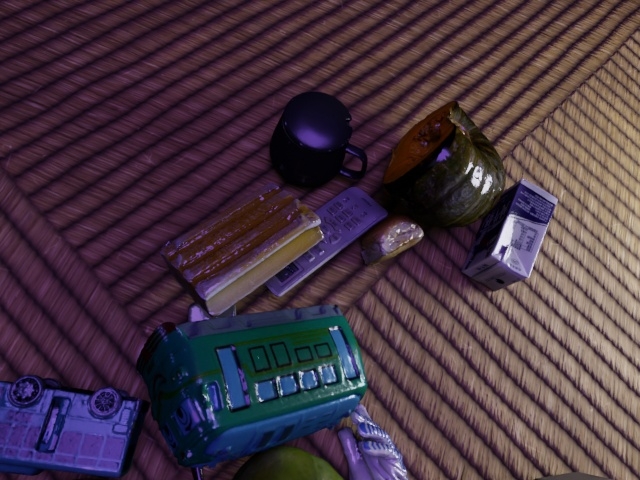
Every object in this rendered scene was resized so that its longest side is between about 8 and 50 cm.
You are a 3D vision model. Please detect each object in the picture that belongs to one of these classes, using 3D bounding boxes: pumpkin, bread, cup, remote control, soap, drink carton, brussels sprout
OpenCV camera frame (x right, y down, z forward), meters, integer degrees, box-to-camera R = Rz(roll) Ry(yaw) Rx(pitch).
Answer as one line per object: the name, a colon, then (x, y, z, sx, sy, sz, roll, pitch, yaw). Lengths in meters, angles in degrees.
pumpkin: (0.266, -0.132, 1.029, 0.232, 0.242, 0.325, 50, 37, -15)
bread: (0.150, -0.007, 1.014, 0.125, 0.106, 0.082, -26, 78, -22)
cup: (0.005, -0.208, 1.018, 0.223, 0.176, 0.169, 23, 64, -3)
remote control: (0.000, 0.000, 1.008, 0.313, 0.055, 0.109, -36, 63, -19)
soap: (-0.149, 0.008, 0.918, 0.274, 0.089, 0.173, -36, 50, -24)
drink carton: (0.425, -0.008, 1.060, 0.102, 0.134, 0.222, 31, 67, -3)
brussels sprout: (-0.039, 0.467, 0.747, 0.271, 0.210, 0.219, 40, 59, -12)

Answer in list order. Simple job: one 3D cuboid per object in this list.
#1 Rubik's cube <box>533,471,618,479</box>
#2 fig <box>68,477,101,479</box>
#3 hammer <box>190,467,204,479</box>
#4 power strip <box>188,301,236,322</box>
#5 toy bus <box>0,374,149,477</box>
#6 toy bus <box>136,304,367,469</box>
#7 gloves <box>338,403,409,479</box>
Rubik's cube: (0.417, 0.586, 0.730, 0.345, 0.347, 0.346, -3, 71, -12)
fig: (-0.347, 0.448, 0.725, 0.207, 0.175, 0.175, -9, 71, -40)
hammer: (-0.212, 0.438, 0.819, 0.065, 0.021, 0.178, -13, 73, -16)
power strip: (-0.198, 0.257, 0.871, 0.093, 0.053, 0.287, -1, 70, -13)
toy bus: (-0.428, 0.301, 0.764, 0.256, 0.128, 0.146, 11, 67, -9)
toy bus: (-0.097, 0.231, 0.764, 0.344, 0.183, 0.199, -1, 52, -38)
gloves: (0.097, 0.414, 0.859, 0.119, 0.097, 0.229, -20, 81, 28)
